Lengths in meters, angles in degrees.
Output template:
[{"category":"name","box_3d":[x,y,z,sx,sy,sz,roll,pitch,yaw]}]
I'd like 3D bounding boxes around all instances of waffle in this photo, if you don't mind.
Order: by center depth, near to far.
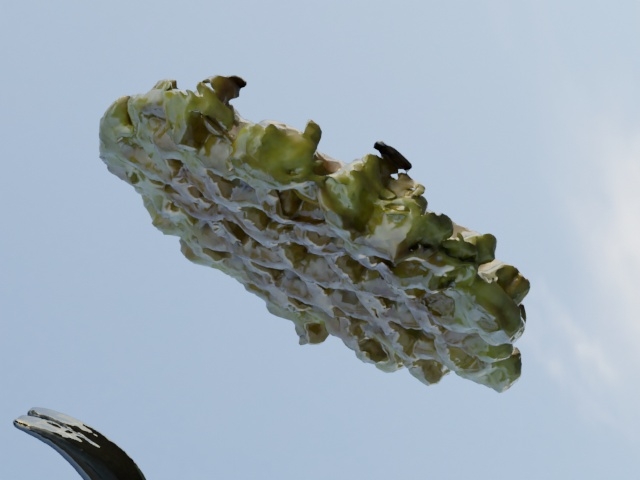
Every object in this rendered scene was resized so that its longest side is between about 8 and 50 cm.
[{"category":"waffle","box_3d":[0.000,0.000,1.250,0.325,0.302,0.068,29,-108,-8]}]

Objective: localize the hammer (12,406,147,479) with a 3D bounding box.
[{"category":"hammer","box_3d":[-0.305,0.236,1.243,0.044,0.440,0.168,-23,-86,-77]}]
